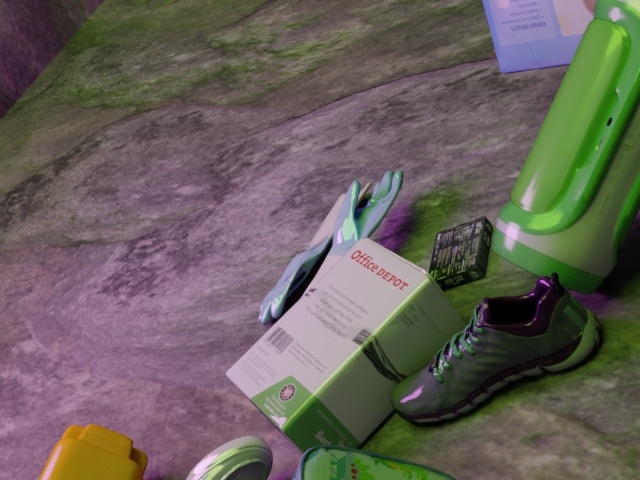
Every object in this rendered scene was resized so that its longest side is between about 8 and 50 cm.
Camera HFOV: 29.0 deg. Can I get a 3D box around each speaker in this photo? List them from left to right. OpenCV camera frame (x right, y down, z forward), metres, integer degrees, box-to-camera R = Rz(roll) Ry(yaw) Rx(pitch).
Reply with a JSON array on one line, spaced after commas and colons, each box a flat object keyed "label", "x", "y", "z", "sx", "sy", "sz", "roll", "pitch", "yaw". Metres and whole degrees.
[{"label": "speaker", "x": 0.275, "y": -0.103, "z": 1.190, "sx": 0.296, "sy": 0.131, "sz": 0.131, "roll": -66, "pitch": 28, "yaw": 9}]

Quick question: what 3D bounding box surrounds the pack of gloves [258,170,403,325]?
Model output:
[{"label": "pack of gloves", "x": 0.000, "y": 0.000, "z": 1.512, "sx": 0.232, "sy": 0.046, "sz": 0.195, "roll": -55, "pitch": 17, "yaw": -24}]

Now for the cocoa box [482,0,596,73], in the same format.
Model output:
[{"label": "cocoa box", "x": 0.361, "y": -0.332, "z": 1.337, "sx": 0.228, "sy": 0.231, "sz": 0.347, "roll": -28, "pitch": 17, "yaw": -37}]

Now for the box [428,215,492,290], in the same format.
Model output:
[{"label": "box", "x": 0.156, "y": 0.015, "z": 1.384, "sx": 0.067, "sy": 0.018, "sz": 0.083, "roll": -21, "pitch": 35, "yaw": 31}]

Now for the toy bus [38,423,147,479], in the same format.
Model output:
[{"label": "toy bus", "x": -0.274, "y": 0.329, "z": 1.302, "sx": 0.332, "sy": 0.108, "sz": 0.130, "roll": -72, "pitch": 6, "yaw": -47}]

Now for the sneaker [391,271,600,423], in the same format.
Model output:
[{"label": "sneaker", "x": 0.151, "y": 0.097, "z": 1.196, "sx": 0.224, "sy": 0.098, "sz": 0.083, "roll": -28, "pitch": 32, "yaw": 22}]

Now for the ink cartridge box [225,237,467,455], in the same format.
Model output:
[{"label": "ink cartridge box", "x": 0.028, "y": 0.118, "z": 1.317, "sx": 0.219, "sy": 0.092, "sz": 0.160, "roll": -44, "pitch": 30, "yaw": -7}]

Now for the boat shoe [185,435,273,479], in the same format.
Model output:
[{"label": "boat shoe", "x": -0.122, "y": 0.304, "z": 1.267, "sx": 0.227, "sy": 0.079, "sz": 0.081, "roll": -48, "pitch": 36, "yaw": -1}]

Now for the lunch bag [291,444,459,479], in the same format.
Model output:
[{"label": "lunch bag", "x": 0.052, "y": 0.279, "z": 1.000, "sx": 0.219, "sy": 0.176, "sz": 0.090, "roll": -90, "pitch": 17, "yaw": -52}]
